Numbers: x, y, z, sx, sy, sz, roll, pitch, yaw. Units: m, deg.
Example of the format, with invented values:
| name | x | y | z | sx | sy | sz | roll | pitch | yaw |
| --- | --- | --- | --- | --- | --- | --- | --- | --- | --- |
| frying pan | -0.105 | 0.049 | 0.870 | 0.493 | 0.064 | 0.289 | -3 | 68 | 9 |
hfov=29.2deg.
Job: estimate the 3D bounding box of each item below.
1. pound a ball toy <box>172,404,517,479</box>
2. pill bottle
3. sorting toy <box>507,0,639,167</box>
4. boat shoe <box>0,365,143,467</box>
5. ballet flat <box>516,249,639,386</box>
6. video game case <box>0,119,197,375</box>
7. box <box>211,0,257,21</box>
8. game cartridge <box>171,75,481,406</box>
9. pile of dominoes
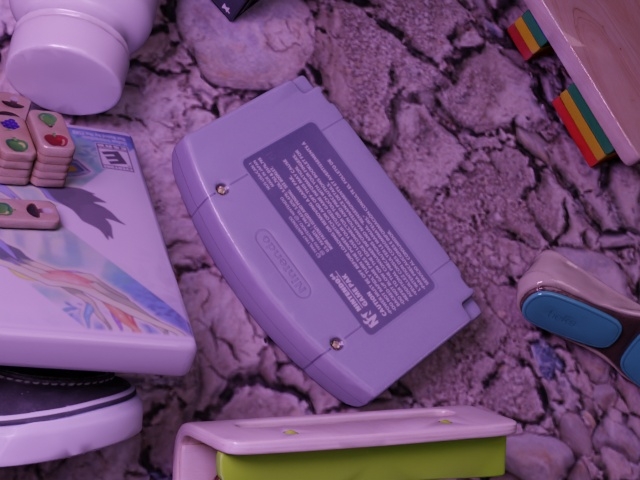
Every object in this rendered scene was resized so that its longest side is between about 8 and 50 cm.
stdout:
| name | x | y | z | sx | sy | sz | roll | pitch | yaw |
| --- | --- | --- | --- | --- | --- | --- | --- | --- | --- |
| pound a ball toy | -0.003 | 0.248 | 1.010 | 0.319 | 0.136 | 0.208 | 0 | 92 | -28 |
| pill bottle | -0.210 | -0.235 | 1.114 | 0.131 | 0.131 | 0.229 | 18 | 59 | -19 |
| sorting toy | 0.356 | -0.219 | 1.431 | 0.255 | 0.089 | 0.257 | -22 | 78 | -34 |
| boat shoe | -0.291 | 0.100 | 0.897 | 0.335 | 0.121 | 0.119 | 2 | 90 | -25 |
| ballet flat | 0.314 | 0.088 | 1.270 | 0.248 | 0.086 | 0.086 | 31 | 56 | -10 |
| video game case | -0.281 | -0.016 | 0.943 | 0.329 | 0.036 | 0.300 | 7 | 34 | -25 |
| box | -0.018 | -0.357 | 1.195 | 0.103 | 0.261 | 0.184 | 44 | 54 | -2 |
| game cartridge | 0.000 | 0.000 | 1.160 | 0.198 | 0.062 | 0.297 | -33 | 84 | -31 |
| pile of dominoes | -0.323 | -0.086 | 0.953 | 0.251 | 0.040 | 0.196 | 3 | 36 | -29 |
